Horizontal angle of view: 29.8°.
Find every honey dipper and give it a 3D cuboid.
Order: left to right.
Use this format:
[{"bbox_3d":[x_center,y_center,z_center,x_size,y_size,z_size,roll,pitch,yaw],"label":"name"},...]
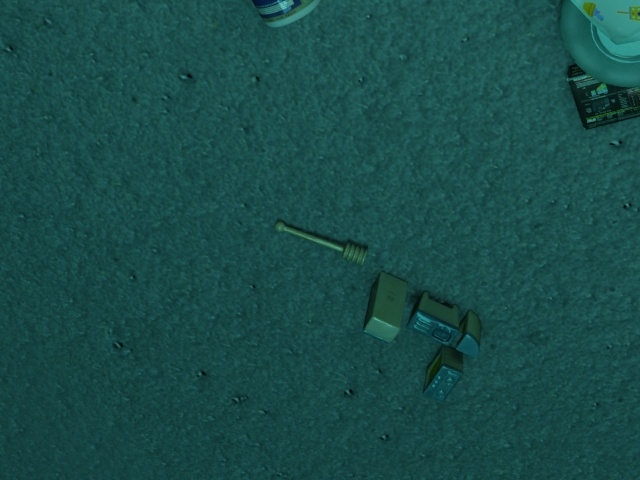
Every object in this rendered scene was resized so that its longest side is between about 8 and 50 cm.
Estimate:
[{"bbox_3d":[0.000,0.000,2.003,0.160,0.030,0.030,21,128,1],"label":"honey dipper"}]

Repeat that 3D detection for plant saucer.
[{"bbox_3d":[0.425,-0.300,1.649,0.194,0.037,0.195,6,113,13],"label":"plant saucer"}]

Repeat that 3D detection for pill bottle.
[{"bbox_3d":[-0.074,-0.391,1.679,0.094,0.094,0.169,-17,121,23],"label":"pill bottle"}]

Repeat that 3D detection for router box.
[{"bbox_3d":[0.426,-0.220,1.737,0.122,0.038,0.092,-13,123,20],"label":"router box"}]

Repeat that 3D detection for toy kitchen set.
[{"bbox_3d":[0.154,0.185,2.047,0.207,0.122,0.166,24,128,-6],"label":"toy kitchen set"}]

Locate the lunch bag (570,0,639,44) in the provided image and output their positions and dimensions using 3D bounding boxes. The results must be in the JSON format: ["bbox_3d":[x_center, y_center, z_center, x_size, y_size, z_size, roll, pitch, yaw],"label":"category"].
[{"bbox_3d":[0.400,-0.388,1.493,0.223,0.160,0.262,38,126,-26],"label":"lunch bag"}]
